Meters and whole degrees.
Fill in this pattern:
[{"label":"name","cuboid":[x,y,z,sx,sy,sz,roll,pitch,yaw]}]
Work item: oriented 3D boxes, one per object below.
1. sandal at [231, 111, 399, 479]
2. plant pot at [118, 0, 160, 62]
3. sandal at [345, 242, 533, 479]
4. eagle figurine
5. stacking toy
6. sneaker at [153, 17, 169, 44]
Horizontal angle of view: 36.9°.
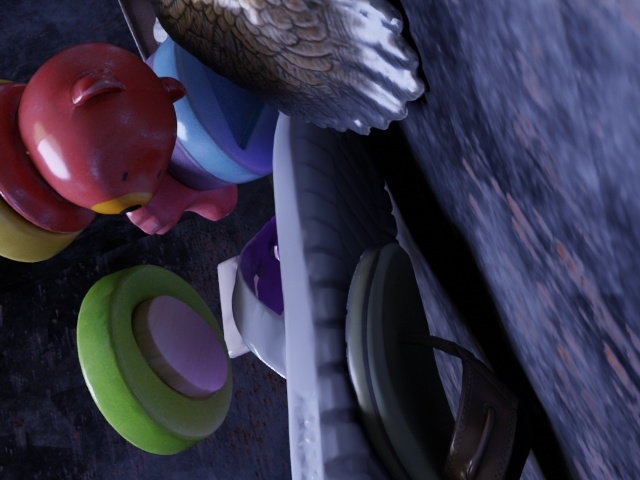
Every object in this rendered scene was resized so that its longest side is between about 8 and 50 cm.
[{"label":"sandal","cuboid":[-0.011,0.057,0.670,0.169,0.102,0.416,49,-150,-48]},{"label":"plant pot","cuboid":[-0.159,-0.293,1.205,0.167,0.165,0.167,158,90,-87]},{"label":"sandal","cuboid":[0.099,0.140,0.599,0.303,0.086,0.120,68,-160,8]},{"label":"eagle figurine","cuboid":[-0.088,-0.195,0.544,0.225,0.226,0.298,108,148,-56]},{"label":"stacking toy","cuboid":[-0.083,-0.023,0.679,0.279,0.130,0.309,62,-154,-6]},{"label":"sneaker","cuboid":[-0.118,-0.265,0.995,0.283,0.110,0.122,-138,42,-71]}]
